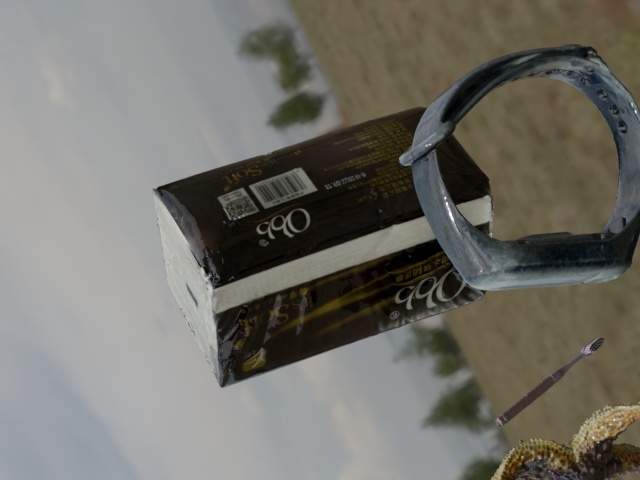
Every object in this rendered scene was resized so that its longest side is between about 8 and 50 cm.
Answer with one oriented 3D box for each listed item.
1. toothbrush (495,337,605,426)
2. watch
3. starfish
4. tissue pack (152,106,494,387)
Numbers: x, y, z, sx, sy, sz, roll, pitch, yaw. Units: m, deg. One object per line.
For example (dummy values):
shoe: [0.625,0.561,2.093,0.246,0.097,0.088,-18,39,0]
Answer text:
toothbrush: [0.133,0.081,0.950,0.006,0.097,0.008,54,145,4]
watch: [0.164,-0.059,1.305,0.068,0.206,0.193,148,116,-65]
starfish: [0.305,0.269,1.904,0.216,0.238,0.071,17,-148,-32]
tissue pack: [0.000,0.000,1.957,0.198,0.370,0.210,90,157,-46]
